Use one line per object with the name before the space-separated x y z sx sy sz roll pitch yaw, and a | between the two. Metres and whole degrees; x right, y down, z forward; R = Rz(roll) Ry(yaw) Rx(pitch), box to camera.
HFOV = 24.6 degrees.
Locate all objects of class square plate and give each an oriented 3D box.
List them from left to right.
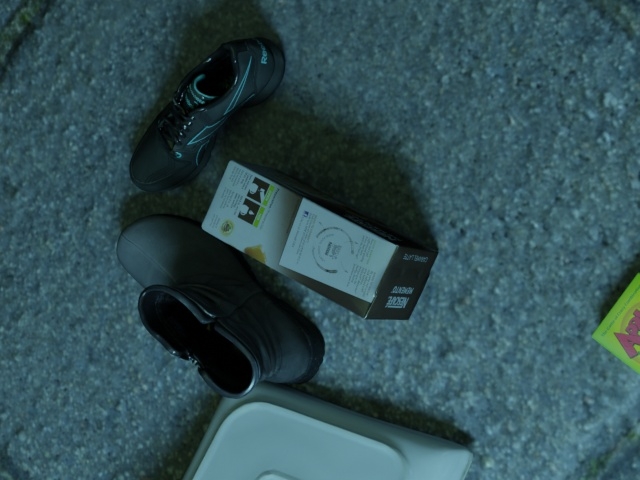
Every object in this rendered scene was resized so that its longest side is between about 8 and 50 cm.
square plate | -0.040 0.340 1.743 0.347 0.049 0.344 16 65 29

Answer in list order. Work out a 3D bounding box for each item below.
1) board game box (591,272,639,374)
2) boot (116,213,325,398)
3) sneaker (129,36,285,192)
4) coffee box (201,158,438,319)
board game box | 0.404 0.126 1.633 0.181 0.043 0.092 39 104 22
boot | -0.162 0.066 1.808 0.338 0.222 0.118 32 102 23
sneaker | -0.167 -0.168 1.888 0.267 0.106 0.101 -46 71 18
coffee box | 0.000 0.000 1.780 0.246 0.141 0.098 28 99 25
